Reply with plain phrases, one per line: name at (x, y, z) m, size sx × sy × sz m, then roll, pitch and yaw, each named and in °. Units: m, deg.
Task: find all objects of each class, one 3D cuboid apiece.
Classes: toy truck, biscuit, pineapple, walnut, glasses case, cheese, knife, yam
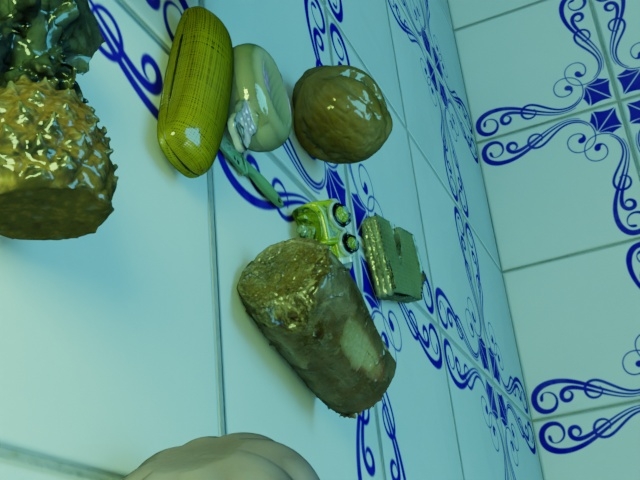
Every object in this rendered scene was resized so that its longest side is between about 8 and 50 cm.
toy truck at (0.000, 0.000, 1.264) m, size 0.077 × 0.076 × 0.111 m, roll -3°, pitch 74°, yaw -47°
biscuit at (0.138, 0.039, 1.659) m, size 0.250 × 0.046 × 0.147 m, roll 16°, pitch 59°, yaw -68°
pineapple at (-0.214, -0.115, 0.686) m, size 0.119 × 0.111 × 0.237 m, roll 103°, pitch -22°, yaw -60°
walnut at (0.029, -0.190, 1.389) m, size 0.166 × 0.149 × 0.166 m, roll 42°, pitch 6°, yaw -5°
glasses case at (-0.135, -0.167, 1.008) m, size 0.079 × 0.064 × 0.234 m, roll 49°, pitch 31°, yaw -41°
cheese at (-0.085, -0.161, 1.113) m, size 0.227 × 0.064 × 0.137 m, roll -82°, pitch 152°, yaw -65°
knife at (-0.095, -0.091, 1.143) m, size 0.207 × 0.014 × 0.030 m, roll 48°, pitch 32°, yaw -51°
yam at (0.001, 0.101, 1.101) m, size 0.128 × 0.129 × 0.238 m, roll -54°, pitch 135°, yaw -22°

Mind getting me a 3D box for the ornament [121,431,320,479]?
ornament at (-0.075, 0.236, 0.689) m, size 0.177 × 0.177 × 0.178 m, roll -15°, pitch 90°, yaw -72°
